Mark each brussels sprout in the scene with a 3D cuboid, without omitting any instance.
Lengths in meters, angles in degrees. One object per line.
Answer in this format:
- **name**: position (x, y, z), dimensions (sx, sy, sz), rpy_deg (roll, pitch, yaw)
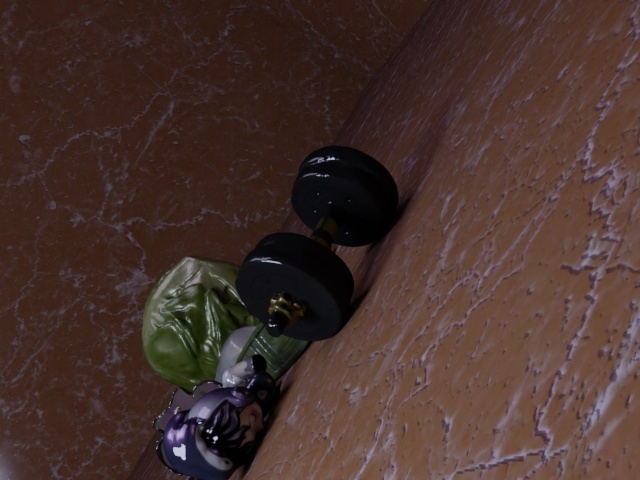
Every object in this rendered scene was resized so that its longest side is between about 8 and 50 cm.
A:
- **brussels sprout**: position (-0.260, 0.200, 1.922), dimensions (0.328, 0.328, 0.247), rpy_deg (-58, 15, -10)

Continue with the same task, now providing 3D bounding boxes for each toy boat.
- **toy boat**: position (-0.084, 0.191, 1.476), dimensions (0.055, 0.093, 0.293), rpy_deg (-37, -11, -48)

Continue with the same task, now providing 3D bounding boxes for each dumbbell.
- **dumbbell**: position (0.000, 0.000, 1.332), dimensions (0.185, 0.185, 0.388), rpy_deg (-50, 10, 51)

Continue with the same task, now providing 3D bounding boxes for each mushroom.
- **mushroom**: position (-0.174, 0.283, 1.722), dimensions (0.270, 0.103, 0.118), rpy_deg (-65, -3, 36)
- **mushroom**: position (-0.233, 0.362, 1.597), dimensions (0.188, 0.141, 0.117), rpy_deg (-55, -16, -6)

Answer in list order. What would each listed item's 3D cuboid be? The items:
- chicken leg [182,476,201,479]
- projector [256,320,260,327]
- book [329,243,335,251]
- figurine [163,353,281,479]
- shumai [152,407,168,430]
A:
- **chicken leg**: position (-0.247, 0.478, 1.492), dimensions (0.089, 0.048, 0.219), rpy_deg (-46, 13, 48)
- **projector**: position (-0.063, 0.147, 1.548), dimensions (0.083, 0.082, 0.083), rpy_deg (-59, 6, -18)
- **book**: position (-0.040, 0.118, 1.777), dimensions (0.161, 0.026, 0.231), rpy_deg (-53, 8, 35)
- **figurine**: position (-0.159, 0.289, 1.330), dimensions (0.145, 0.145, 0.222), rpy_deg (-52, 3, 41)
- **shumai**: position (-0.417, 0.527, 2.424), dimensions (0.139, 0.105, 0.123), rpy_deg (-28, 13, 18)
